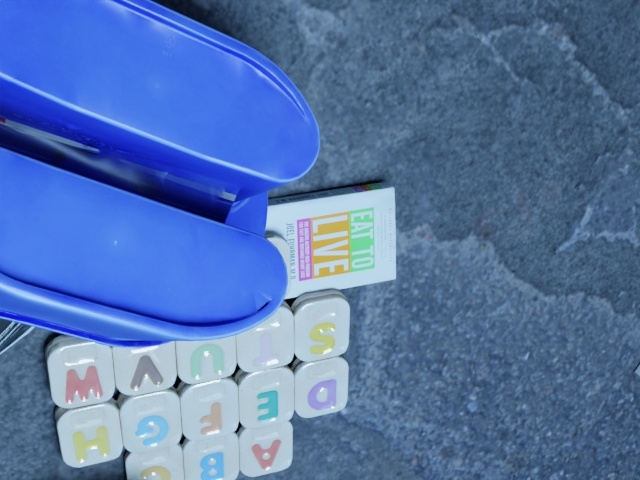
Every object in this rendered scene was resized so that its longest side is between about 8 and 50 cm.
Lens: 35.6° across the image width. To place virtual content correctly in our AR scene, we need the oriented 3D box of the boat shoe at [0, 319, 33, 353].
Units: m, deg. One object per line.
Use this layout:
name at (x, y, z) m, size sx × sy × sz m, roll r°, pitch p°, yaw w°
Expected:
boat shoe at (-0.321, 0.088, 0.776) m, size 0.306 × 0.105 × 0.113 m, roll -28°, pitch 123°, yaw -12°

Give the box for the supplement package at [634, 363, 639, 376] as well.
supplement package at (0.560, 0.111, 1.185) m, size 0.177 × 0.175 × 0.293 m, roll 29°, pitch 98°, yaw -33°

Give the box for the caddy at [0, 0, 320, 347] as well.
caddy at (-0.168, -0.050, 0.743) m, size 0.341 × 0.179 × 0.241 m, roll 20°, pitch 78°, yaw -32°

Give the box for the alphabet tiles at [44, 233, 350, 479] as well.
alphabet tiles at (-0.107, 0.128, 0.935) m, size 0.284 × 0.021 × 0.278 m, roll -9°, pitch 122°, yaw -18°

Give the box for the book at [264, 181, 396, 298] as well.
book at (0.000, 0.000, 0.942) m, size 0.144 × 0.035 × 0.096 m, roll -10°, pitch 116°, yaw -19°
